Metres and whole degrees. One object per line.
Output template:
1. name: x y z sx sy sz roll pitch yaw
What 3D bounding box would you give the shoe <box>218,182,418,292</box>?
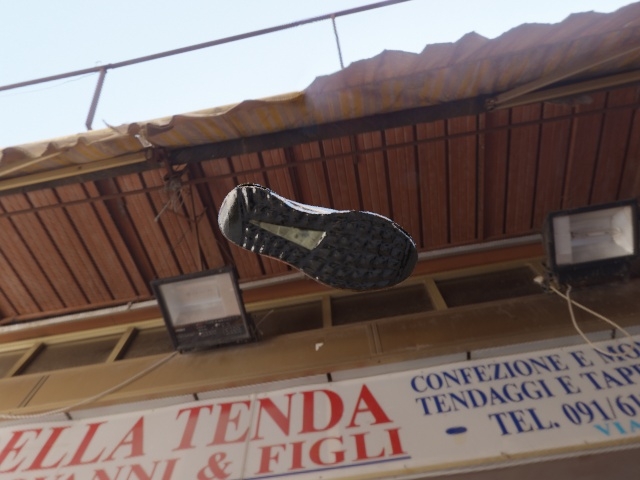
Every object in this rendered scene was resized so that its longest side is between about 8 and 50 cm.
1. shoe: 0.000 0.000 0.720 0.337 0.171 0.132 17 -90 9
